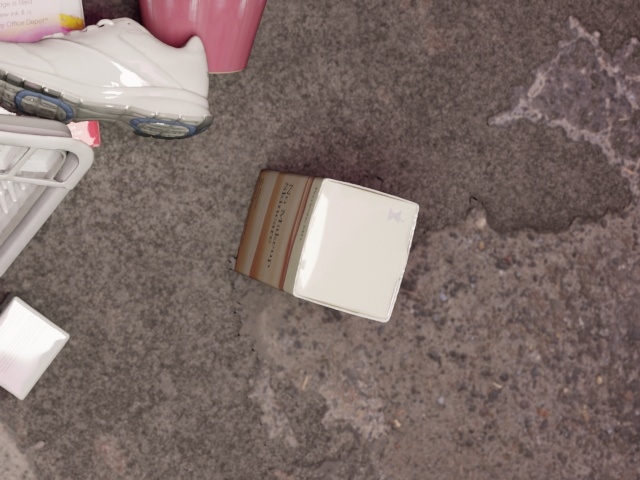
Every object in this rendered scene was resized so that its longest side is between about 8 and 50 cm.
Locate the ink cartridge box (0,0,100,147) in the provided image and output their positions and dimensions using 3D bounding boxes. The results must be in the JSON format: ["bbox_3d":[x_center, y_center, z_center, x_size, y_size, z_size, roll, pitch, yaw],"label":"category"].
[{"bbox_3d":[-0.404,-0.250,1.827,0.226,0.131,0.306,-8,95,-16],"label":"ink cartridge box"}]

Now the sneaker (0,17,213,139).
[{"bbox_3d":[-0.270,-0.202,1.767,0.297,0.111,0.129,9,75,-22],"label":"sneaker"}]

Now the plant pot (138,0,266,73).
[{"bbox_3d":[-0.149,-0.310,1.877,0.201,0.201,0.180,1,108,-16],"label":"plant pot"}]

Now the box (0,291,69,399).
[{"bbox_3d":[-0.381,0.131,1.872,0.087,0.102,0.101,38,82,-13],"label":"box"}]

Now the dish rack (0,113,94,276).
[{"bbox_3d":[-0.452,-0.052,1.732,0.286,0.333,0.072,2,55,-40],"label":"dish rack"}]

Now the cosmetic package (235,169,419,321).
[{"bbox_3d":[0.000,0.000,1.874,0.129,0.296,0.153,16,88,-18],"label":"cosmetic package"}]
